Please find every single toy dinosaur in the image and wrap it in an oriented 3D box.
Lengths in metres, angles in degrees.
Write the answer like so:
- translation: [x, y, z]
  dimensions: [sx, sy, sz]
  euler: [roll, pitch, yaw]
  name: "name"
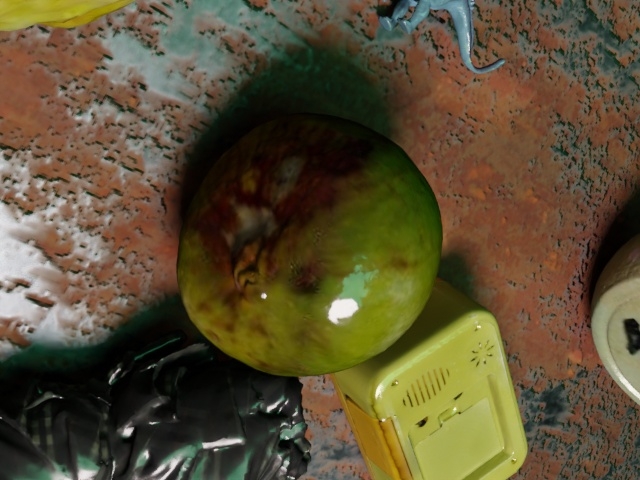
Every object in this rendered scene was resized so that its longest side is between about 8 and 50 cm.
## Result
- translation: [0.076, -0.191, 0.647]
  dimensions: [0.080, 0.045, 0.197]
  euler: [-48, 119, -8]
  name: "toy dinosaur"

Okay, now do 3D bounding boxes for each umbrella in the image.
- translation: [-0.173, 0.164, 0.621]
  dimensions: [0.337, 0.128, 0.154]
  euler: [-15, 104, -19]
  name: "umbrella"

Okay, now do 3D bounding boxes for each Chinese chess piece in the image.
- translation: [0.388, 0.092, 0.844]
  dimensions: [0.101, 0.250, 0.250]
  euler: [-43, 129, -29]
  name: "Chinese chess piece"

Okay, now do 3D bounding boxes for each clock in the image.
- translation: [0.098, 0.148, 0.789]
  dimensions: [0.143, 0.096, 0.202]
  euler: [-29, 123, -15]
  name: "clock"

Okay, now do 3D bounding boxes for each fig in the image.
- translation: [0.000, 0.000, 0.617]
  dimensions: [0.191, 0.181, 0.181]
  euler: [-22, 125, -48]
  name: "fig"

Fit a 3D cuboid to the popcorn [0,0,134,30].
- translation: [-0.143, -0.220, 0.363]
  dimensions: [0.282, 0.247, 0.282]
  euler: [0, 135, 0]
  name: "popcorn"
